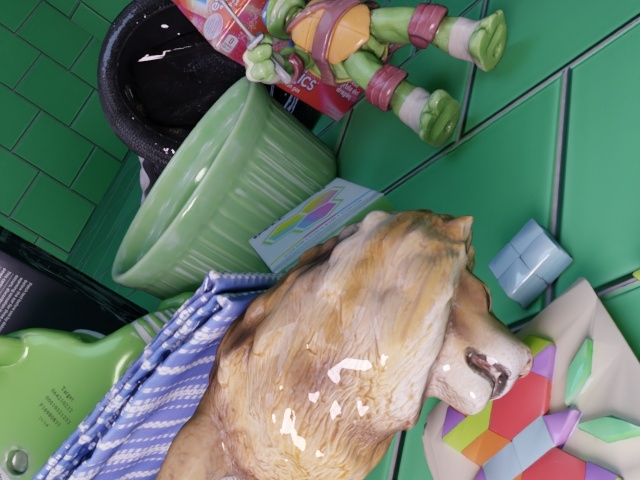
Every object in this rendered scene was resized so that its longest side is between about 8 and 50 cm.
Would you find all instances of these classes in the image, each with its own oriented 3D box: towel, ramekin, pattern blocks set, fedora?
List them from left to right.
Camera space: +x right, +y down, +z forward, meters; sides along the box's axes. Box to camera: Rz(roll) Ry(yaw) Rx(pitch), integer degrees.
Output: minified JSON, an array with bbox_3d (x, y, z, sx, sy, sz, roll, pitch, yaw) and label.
[{"bbox_3d":[-0.095,0.151,0.593,0.336,0.243,0.040,-48,63,20],"label":"towel"},{"bbox_3d":[-0.167,-0.239,1.208,0.334,0.334,0.152,-58,3,-6],"label":"fedora"},{"bbox_3d":[-0.115,-0.041,0.982,0.303,0.148,0.303,-46,22,24],"label":"ramekin"},{"bbox_3d":[0.113,0.114,0.400,0.285,0.026,0.325,-53,20,7],"label":"pattern blocks set"}]

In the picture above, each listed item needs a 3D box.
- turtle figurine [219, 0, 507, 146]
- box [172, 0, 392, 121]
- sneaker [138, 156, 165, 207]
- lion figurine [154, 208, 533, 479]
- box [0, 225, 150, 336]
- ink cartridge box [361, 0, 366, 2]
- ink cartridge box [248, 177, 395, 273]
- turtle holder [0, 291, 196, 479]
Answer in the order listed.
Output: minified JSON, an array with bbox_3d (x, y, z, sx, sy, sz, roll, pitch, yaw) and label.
[{"bbox_3d":[0.024,-0.220,0.740,0.198,0.266,0.275,-41,-31,-33],"label":"turtle figurine"},{"bbox_3d":[-0.043,-0.269,0.985,0.122,0.257,0.128,-50,55,15],"label":"box"},{"bbox_3d":[-0.229,-0.075,1.364,0.101,0.153,0.268,-52,-22,-40],"label":"sneaker"},{"bbox_3d":[-0.040,0.152,0.485,0.392,0.142,0.240,-52,5,46],"label":"lion figurine"},{"bbox_3d":[-0.401,0.128,1.129,0.179,0.312,0.343,-58,21,-7],"label":"box"},{"bbox_3d":[0.017,-0.360,1.262,0.090,0.092,0.143,-46,21,27],"label":"ink cartridge box"},{"bbox_3d":[0.000,0.000,0.716,0.109,0.062,0.209,-36,15,-5],"label":"ink cartridge box"},{"bbox_3d":[-0.256,0.186,0.810,0.227,0.243,0.320,24,-99,-74],"label":"turtle holder"}]
